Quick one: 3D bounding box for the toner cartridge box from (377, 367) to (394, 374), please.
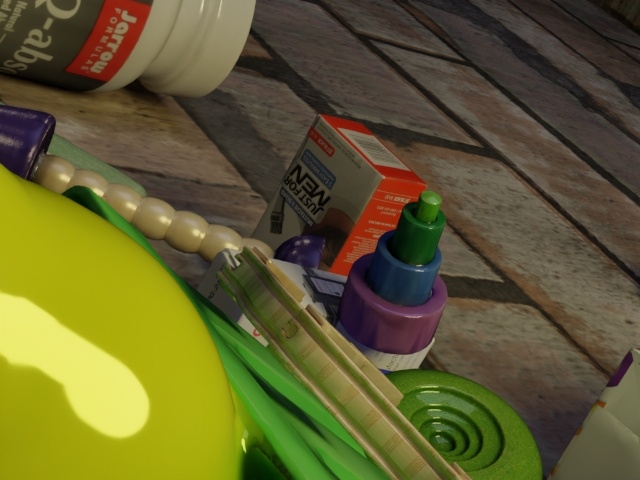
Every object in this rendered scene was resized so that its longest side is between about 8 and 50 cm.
[{"bbox_3d":[-0.025,0.140,0.882,0.348,0.075,0.165,14,26,-31],"label":"toner cartridge box"}]

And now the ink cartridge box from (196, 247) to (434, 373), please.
[{"bbox_3d":[-0.017,0.077,0.992,0.150,0.109,0.063,14,28,-31],"label":"ink cartridge box"}]

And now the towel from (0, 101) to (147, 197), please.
[{"bbox_3d":[-0.286,-0.049,1.071,0.248,0.038,0.325,29,19,2],"label":"towel"}]

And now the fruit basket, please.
[{"bbox_3d":[-0.100,0.124,0.501,0.392,0.283,0.392,32,9,-6],"label":"fruit basket"}]

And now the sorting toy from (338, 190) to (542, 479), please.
[{"bbox_3d":[0.084,0.099,0.801,0.127,0.126,0.365,4,38,-16],"label":"sorting toy"}]

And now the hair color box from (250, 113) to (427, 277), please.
[{"bbox_3d":[0.000,0.000,1.110,0.053,0.167,0.093,8,28,-43],"label":"hair color box"}]

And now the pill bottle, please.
[{"bbox_3d":[-0.253,-0.251,1.333,0.363,0.210,0.210,11,26,-36],"label":"pill bottle"}]

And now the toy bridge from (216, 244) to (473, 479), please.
[{"bbox_3d":[0.005,0.050,0.559,0.063,0.026,0.188,46,-1,-39],"label":"toy bridge"}]

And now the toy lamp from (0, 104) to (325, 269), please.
[{"bbox_3d":[-0.135,-0.024,1.032,0.275,0.080,0.080,23,21,-8],"label":"toy lamp"}]

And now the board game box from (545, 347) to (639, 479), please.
[{"bbox_3d":[0.327,0.171,1.140,0.275,0.142,0.144,0,34,-50],"label":"board game box"}]
